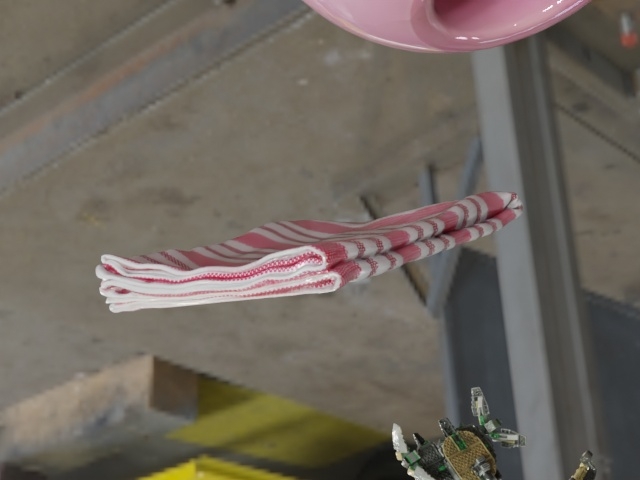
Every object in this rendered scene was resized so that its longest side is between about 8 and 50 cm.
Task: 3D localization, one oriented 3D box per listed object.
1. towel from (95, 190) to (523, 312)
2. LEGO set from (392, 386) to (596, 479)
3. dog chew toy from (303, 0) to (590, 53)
[{"bbox_3d":[0.000,0.000,0.712,0.144,0.029,0.197,-6,-174,35],"label":"towel"},{"bbox_3d":[0.061,0.085,0.508,0.083,0.054,0.023,32,136,-2],"label":"LEGO set"},{"bbox_3d":[0.033,-0.255,0.661,0.207,0.331,0.206,-18,157,-8],"label":"dog chew toy"}]
